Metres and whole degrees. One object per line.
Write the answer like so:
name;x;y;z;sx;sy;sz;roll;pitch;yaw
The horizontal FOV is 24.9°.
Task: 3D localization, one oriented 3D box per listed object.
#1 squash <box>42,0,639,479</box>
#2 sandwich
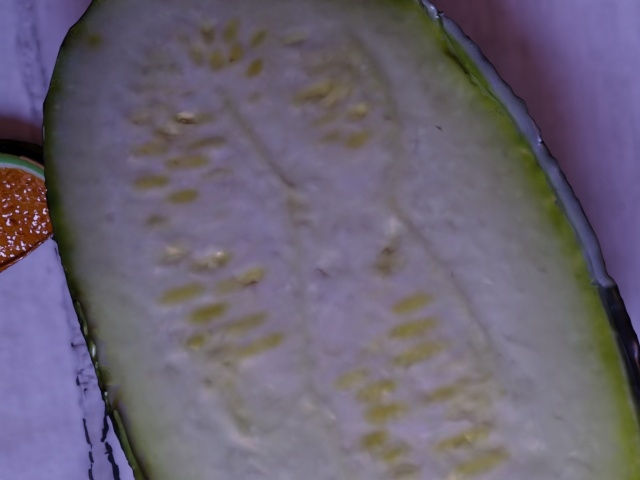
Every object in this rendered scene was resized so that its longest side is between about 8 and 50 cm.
squash;0.000;0.000;0.676;0.234;0.210;0.308;-20;102;-6
sandwich;-0.176;-0.020;0.773;0.101;0.026;0.069;-28;100;10
